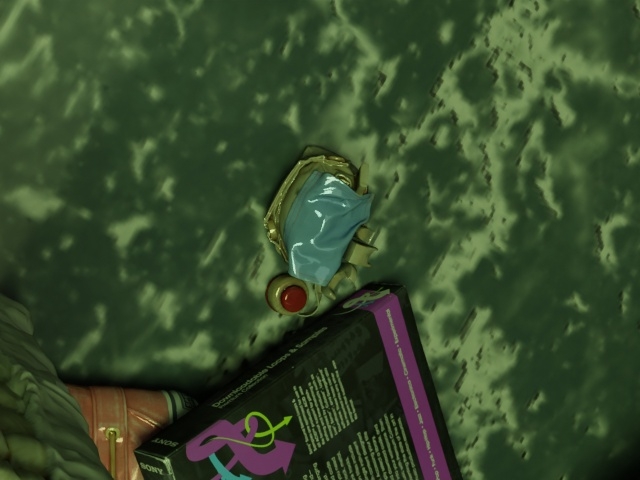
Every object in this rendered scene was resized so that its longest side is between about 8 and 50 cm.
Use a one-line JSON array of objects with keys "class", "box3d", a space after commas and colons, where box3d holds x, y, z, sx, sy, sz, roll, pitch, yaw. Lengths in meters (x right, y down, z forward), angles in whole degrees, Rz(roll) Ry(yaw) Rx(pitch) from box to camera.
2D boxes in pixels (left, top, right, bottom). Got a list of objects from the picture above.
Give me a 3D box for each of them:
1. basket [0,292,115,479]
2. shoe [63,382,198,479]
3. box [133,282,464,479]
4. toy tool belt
[{"class": "basket", "box3d": [-0.272, 0.115, 0.477, 0.266, 0.331, 0.328, 36, 87, -20]}, {"class": "shoe", "box3d": [-0.113, 0.150, 0.691, 0.081, 0.063, 0.178, 12, 92, -23]}, {"class": "box", "box3d": [-0.005, 0.107, 0.711, 0.162, 0.029, 0.116, -33, 115, -38]}, {"class": "toy tool belt", "box3d": [0.000, 0.000, 0.706, 0.052, 0.051, 0.083, 15, 96, -25]}]
